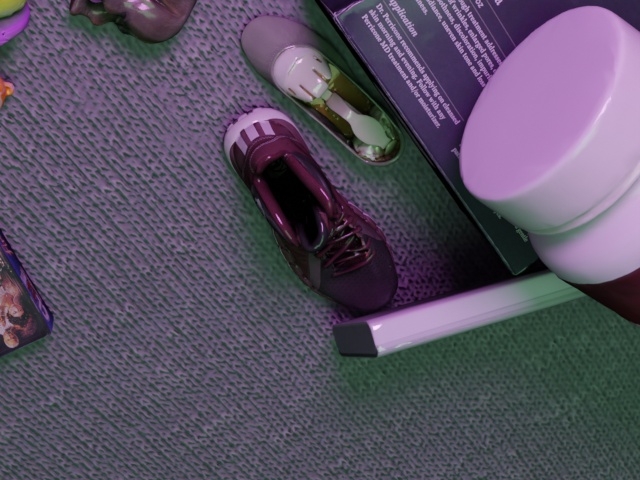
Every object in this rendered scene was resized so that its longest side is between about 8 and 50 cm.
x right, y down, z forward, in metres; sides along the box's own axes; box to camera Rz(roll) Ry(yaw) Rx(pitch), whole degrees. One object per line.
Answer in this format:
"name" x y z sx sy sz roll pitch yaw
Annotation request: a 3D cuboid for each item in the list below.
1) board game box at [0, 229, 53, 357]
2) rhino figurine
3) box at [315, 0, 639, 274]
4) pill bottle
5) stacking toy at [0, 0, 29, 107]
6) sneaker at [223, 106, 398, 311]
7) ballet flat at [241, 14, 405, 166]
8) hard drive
"board game box" -0.428 0.076 1.166 0.243 0.042 0.165 -25 117 -1
"rhino figurine" -0.135 -0.296 1.049 0.106 0.073 0.243 23 104 -31
"box" 0.211 -0.204 1.110 0.312 0.179 0.343 -35 117 5
"pill bottle" 0.330 -0.024 0.996 0.392 0.224 0.224 31 104 -24
"stacking toy" -0.322 -0.237 1.008 0.175 0.166 0.302 -7 130 -20
"sneaker" 0.000 0.000 1.162 0.106 0.162 0.281 -38 117 5
"ballet flat" 0.010 -0.153 1.149 0.213 0.068 0.072 38 101 -24
"hard drive" 0.180 0.066 1.205 0.307 0.203 0.040 -16 87 -11
